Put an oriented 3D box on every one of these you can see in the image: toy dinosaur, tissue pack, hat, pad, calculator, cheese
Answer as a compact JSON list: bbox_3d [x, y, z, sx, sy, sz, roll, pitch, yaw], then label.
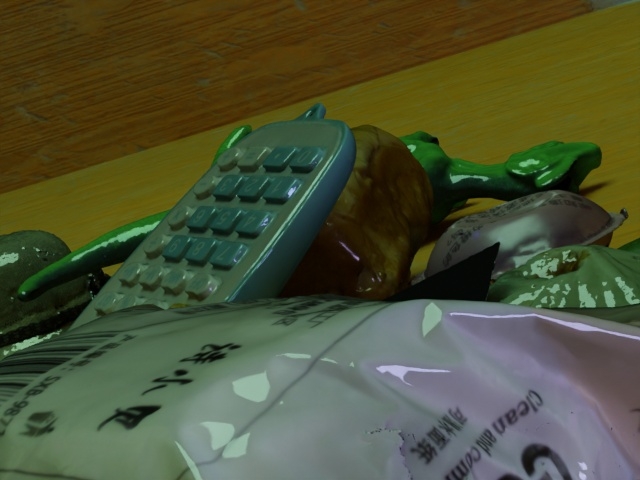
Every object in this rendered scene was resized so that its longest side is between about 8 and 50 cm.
[{"bbox_3d":[0.000,0.000,1.869,0.374,0.144,0.500,8,28,39],"label":"toy dinosaur"},{"bbox_3d":[-0.037,0.119,0.981,0.390,0.195,0.375,-5,21,41],"label":"tissue pack"},{"bbox_3d":[-0.306,0.060,1.921,0.257,0.130,0.257,-16,11,3],"label":"hat"},{"bbox_3d":[0.052,0.080,1.216,0.190,0.004,0.127,-30,39,60],"label":"pad"},{"bbox_3d":[-0.109,0.044,1.477,0.386,0.054,0.256,-54,22,-13],"label":"calculator"},{"bbox_3d":[0.159,0.004,1.618,0.188,0.074,0.286,-18,7,-5],"label":"cheese"}]

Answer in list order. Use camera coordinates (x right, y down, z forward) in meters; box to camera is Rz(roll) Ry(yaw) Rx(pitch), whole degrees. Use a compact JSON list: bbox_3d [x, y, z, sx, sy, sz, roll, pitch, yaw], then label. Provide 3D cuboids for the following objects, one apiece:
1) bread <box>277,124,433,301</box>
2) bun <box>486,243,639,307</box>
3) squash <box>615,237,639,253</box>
[{"bbox_3d":[-0.003,0.004,1.659,0.166,0.132,0.294,-30,8,20],"label":"bread"},{"bbox_3d":[0.159,0.064,1.197,0.195,0.118,0.195,-19,8,3],"label":"bun"},{"bbox_3d":[0.240,0.029,1.365,0.219,0.068,0.077,-24,-17,-27],"label":"squash"}]
